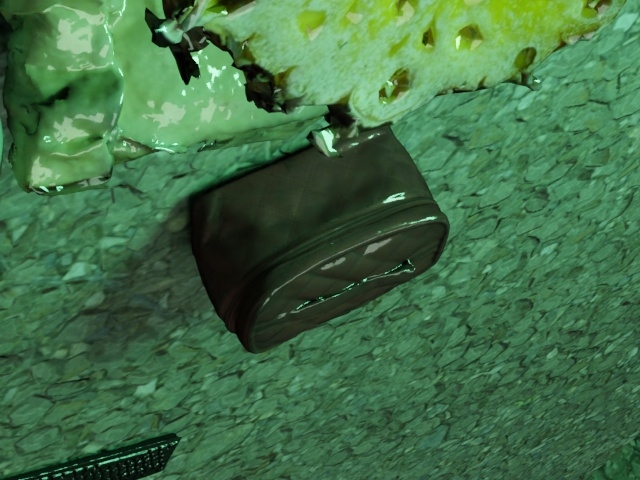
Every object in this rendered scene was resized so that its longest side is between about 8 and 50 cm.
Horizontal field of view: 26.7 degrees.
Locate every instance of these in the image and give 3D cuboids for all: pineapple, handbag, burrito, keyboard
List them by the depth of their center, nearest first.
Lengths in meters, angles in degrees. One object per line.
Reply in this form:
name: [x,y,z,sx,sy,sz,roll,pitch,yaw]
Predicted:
pineapple: [0.018,-0.250,0.633,0.352,0.300,0.352,-25,154,-13]
burrito: [-0.061,-0.142,0.924,0.348,0.107,0.175,-21,128,-29]
handbag: [0.000,0.000,1.219,0.225,0.135,0.146,-24,157,-18]
keyboard: [-0.274,0.268,1.507,0.251,0.017,0.087,-10,146,-37]

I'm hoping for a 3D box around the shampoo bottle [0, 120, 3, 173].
shampoo bottle: [-0.282,-0.073,0.781,0.222,0.151,0.349,-17,149,-34]
